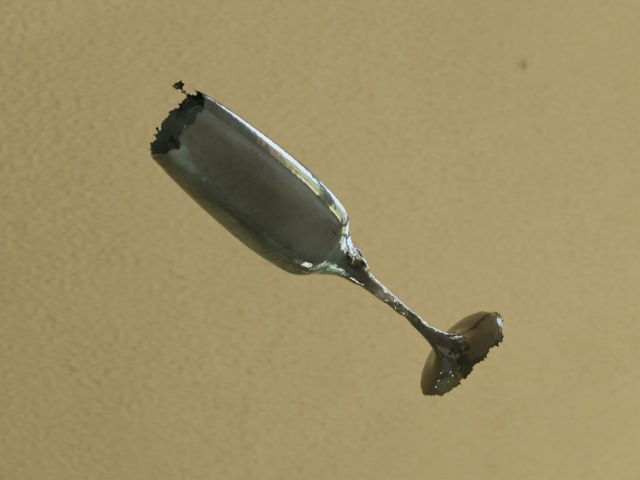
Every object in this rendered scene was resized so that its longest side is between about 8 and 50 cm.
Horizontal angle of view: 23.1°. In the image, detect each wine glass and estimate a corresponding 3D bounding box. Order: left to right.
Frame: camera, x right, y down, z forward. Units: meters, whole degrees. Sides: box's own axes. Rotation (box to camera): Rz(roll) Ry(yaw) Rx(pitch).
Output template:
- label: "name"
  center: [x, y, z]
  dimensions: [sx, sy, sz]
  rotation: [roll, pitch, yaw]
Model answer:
- label: "wine glass"
  center: [0.000, 0.000, 0.964]
  dimensions: [0.262, 0.074, 0.074]
  rotation: [39, -111, -24]
